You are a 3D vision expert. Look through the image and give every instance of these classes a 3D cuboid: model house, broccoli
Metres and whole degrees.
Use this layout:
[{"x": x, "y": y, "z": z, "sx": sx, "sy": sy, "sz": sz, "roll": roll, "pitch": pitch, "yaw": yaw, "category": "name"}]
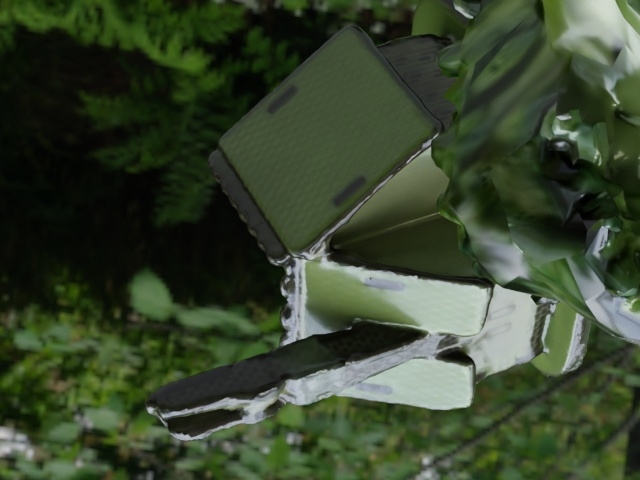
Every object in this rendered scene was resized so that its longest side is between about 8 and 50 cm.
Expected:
[{"x": 0.000, "y": 0.000, "z": 0.873, "sx": 0.278, "sy": 0.205, "sz": 0.218, "roll": -18, "pitch": -134, "yaw": -17, "category": "model house"}, {"x": 0.153, "y": -0.123, "z": 0.540, "sx": 0.277, "sy": 0.339, "sz": 0.317, "roll": -15, "pitch": -173, "yaw": 27, "category": "broccoli"}]
